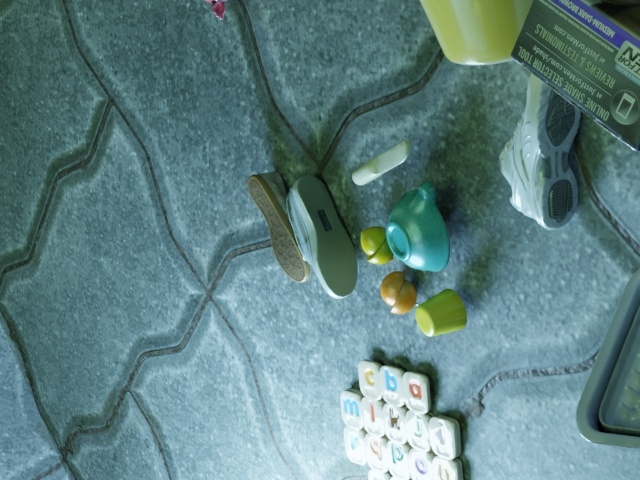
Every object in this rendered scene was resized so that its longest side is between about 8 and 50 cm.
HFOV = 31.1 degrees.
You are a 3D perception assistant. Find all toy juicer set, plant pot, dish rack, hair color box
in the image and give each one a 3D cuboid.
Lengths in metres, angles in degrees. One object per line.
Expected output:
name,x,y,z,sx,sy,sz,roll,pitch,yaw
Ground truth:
toy juicer set,0.139,-0.020,1.839,0.209,0.089,0.329,20,126,60
plant pot,0.216,-0.369,1.503,0.254,0.254,0.239,16,130,47
dish rack,0.486,0.143,1.365,0.072,0.285,0.333,42,154,-30
hair color box,0.393,-0.211,1.245,0.185,0.339,0.110,45,134,32

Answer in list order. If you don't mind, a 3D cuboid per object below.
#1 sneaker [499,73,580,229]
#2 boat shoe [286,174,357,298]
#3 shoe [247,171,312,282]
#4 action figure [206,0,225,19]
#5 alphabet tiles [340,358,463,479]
sneaker,0.292,-0.134,1.602,0.115,0.090,0.232,21,117,50
boat shoe,-0.001,0.000,2.025,0.081,0.079,0.227,-40,66,59
shoe,-0.061,-0.028,2.098,0.076,0.058,0.219,-36,76,51
action figure,-0.248,-0.540,1.964,0.248,0.276,0.370,17,135,52
alphabet tiles,0.139,0.350,2.010,0.284,0.021,0.278,9,109,49
